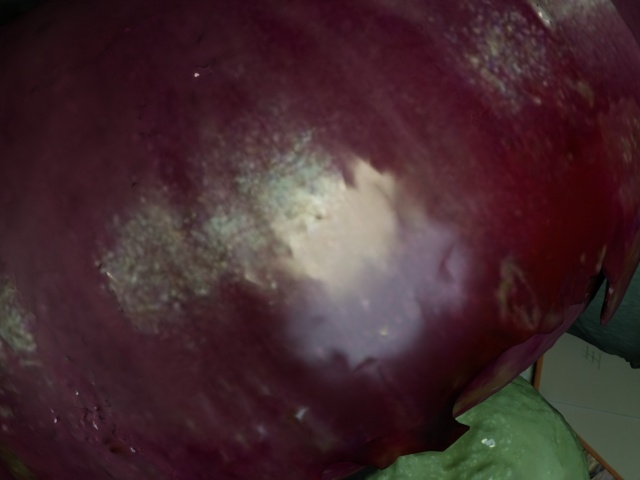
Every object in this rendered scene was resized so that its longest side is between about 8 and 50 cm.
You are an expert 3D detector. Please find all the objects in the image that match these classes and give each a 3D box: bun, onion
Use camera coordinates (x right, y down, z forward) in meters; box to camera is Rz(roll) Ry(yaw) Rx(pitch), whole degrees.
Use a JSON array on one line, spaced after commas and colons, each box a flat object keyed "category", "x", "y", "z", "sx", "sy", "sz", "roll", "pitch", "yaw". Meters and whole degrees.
[{"category": "bun", "x": 0.069, "y": 0.180, "z": 1.071, "sx": 0.203, "sy": 0.126, "sz": 0.213, "roll": 11, "pitch": 93, "yaw": 3}, {"category": "onion", "x": -0.024, "y": -0.048, "z": 0.727, "sx": 0.358, "sy": 0.358, "sz": 0.345, "roll": -20, "pitch": 117, "yaw": -23}]

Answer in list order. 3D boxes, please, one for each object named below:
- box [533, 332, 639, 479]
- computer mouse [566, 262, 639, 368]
[{"category": "box", "x": 0.337, "y": 0.021, "z": 1.046, "sx": 0.256, "sy": 0.318, "sz": 0.349, "roll": -18, "pitch": 129, "yaw": -24}, {"category": "computer mouse", "x": 0.130, "y": -0.079, "z": 0.919, "sx": 0.114, "sy": 0.203, "sz": 0.374, "roll": -33, "pitch": 132, "yaw": -39}]
